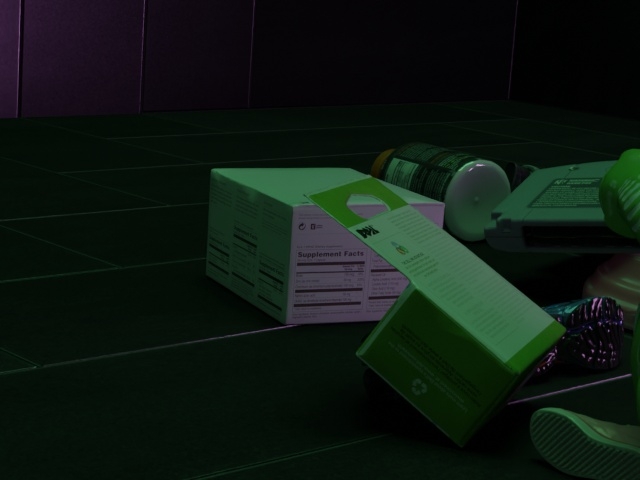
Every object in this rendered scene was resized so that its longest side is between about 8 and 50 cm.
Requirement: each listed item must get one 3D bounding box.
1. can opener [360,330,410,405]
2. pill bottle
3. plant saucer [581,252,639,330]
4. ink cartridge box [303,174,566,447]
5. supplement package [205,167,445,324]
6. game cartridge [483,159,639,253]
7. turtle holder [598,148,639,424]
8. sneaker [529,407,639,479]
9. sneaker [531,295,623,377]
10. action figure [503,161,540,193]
[{"bbox_3d":[0.091,0.124,1.532,0.059,0.073,0.186,0,0,23],"label":"can opener"},{"bbox_3d":[0.178,-0.084,2.408,0.130,0.130,0.246,-3,14,-31],"label":"pill bottle"},{"bbox_3d":[0.500,0.058,1.930,0.332,0.084,0.332,4,11,-1],"label":"plant saucer"},{"bbox_3d":[0.090,0.057,1.461,0.255,0.097,0.189,40,21,12],"label":"ink cartridge box"},{"bbox_3d":[0.000,0.000,1.892,0.204,0.145,0.262,-2,13,-25],"label":"supplement package"},{"bbox_3d":[0.385,-0.046,1.981,0.297,0.062,0.198,1,22,35],"label":"game cartridge"},{"bbox_3d":[0.357,0.087,1.283,0.320,0.243,0.227,21,12,8],"label":"turtle holder"},{"bbox_3d":[0.250,0.179,1.326,0.070,0.051,0.134,-5,17,-44],"label":"sneaker"},{"bbox_3d":[0.245,0.100,1.654,0.221,0.083,0.087,0,4,-37],"label":"sneaker"},{"bbox_3d":[0.406,-0.076,2.556,0.285,0.099,0.185,3,4,-26],"label":"action figure"}]
